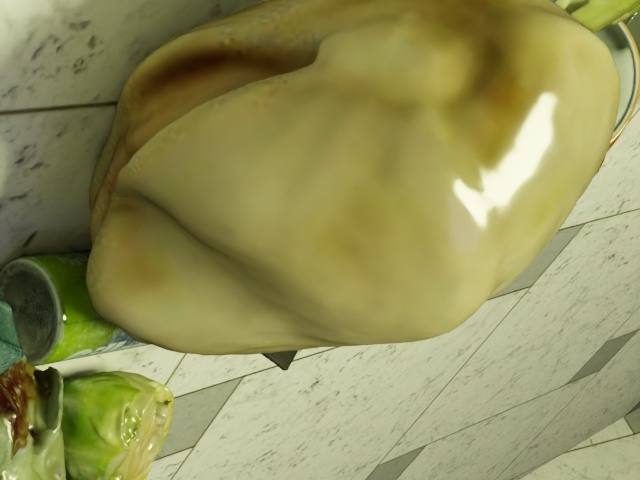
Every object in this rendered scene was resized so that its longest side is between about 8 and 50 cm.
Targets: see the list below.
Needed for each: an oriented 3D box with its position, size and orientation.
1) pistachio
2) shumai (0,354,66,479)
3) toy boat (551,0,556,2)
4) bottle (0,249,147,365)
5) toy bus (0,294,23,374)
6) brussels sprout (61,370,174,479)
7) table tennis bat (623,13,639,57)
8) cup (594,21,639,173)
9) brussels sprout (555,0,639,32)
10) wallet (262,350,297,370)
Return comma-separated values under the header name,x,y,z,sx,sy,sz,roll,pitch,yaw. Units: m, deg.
name,x,y,z,sx,sy,sz,roll,pitch,yaw
pistachio,0.011,-0.046,0.962,0.445,0.281,0.365,-31,145,34
shumai,-0.295,0.161,1.018,0.256,0.189,0.218,35,106,-27
toy boat,0.183,-0.276,1.009,0.262,0.114,0.115,-61,167,25
bottle,-0.141,0.046,1.179,0.330,0.093,0.093,-7,142,-51
toy bus,-0.348,0.090,0.856,0.275,0.167,0.138,-41,157,4
brussels sprout,-0.226,0.195,1.304,0.151,0.122,0.149,-65,173,2
table tennis bat,0.407,-0.220,1.553,0.131,0.022,0.234,-38,146,-3
cup,0.211,-0.118,1.306,0.226,0.182,0.264,-43,164,0
brussels sprout,0.264,-0.272,1.135,0.180,0.144,0.161,-50,-168,-3
wallet,0.000,0.000,1.234,0.244,0.025,0.124,-59,142,-12
